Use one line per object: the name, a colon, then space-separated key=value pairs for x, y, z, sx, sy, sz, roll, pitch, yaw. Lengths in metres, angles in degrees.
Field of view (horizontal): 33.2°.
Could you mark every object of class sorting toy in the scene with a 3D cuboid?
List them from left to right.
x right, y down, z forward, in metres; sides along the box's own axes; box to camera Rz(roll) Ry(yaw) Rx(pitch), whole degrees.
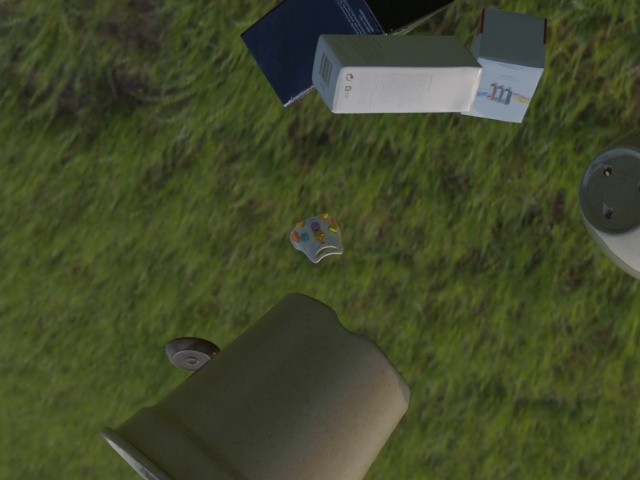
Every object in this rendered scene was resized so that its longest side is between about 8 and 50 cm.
sorting toy: x=0.000 y=0.000 z=1.759 sx=0.083 sy=0.075 sz=0.045 roll=-20 pitch=148 yaw=-10

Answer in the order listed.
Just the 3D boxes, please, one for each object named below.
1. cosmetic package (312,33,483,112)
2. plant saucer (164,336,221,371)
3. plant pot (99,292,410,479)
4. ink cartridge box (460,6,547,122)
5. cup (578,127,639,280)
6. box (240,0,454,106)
cosmetic package: x=0.115 y=-0.253 z=1.631 sx=0.231 sy=0.117 sz=0.085 roll=-1 pitch=126 yaw=-19
plant saucer: x=-0.183 y=0.166 z=1.535 sx=0.084 sy=0.015 sz=0.083 roll=2 pitch=142 yaw=1
plant pot: x=-0.057 y=0.247 z=1.390 sx=0.334 sy=0.305 sz=0.334 roll=38 pitch=163 yaw=14
ink cartridge box: x=0.348 y=-0.331 z=2.053 sx=0.128 sy=0.128 sz=0.176 roll=10 pitch=150 yaw=-1
cup: x=0.617 y=-0.077 z=2.006 sx=0.237 sy=0.330 sz=0.331 roll=8 pitch=167 yaw=-42
box: x=0.052 y=-0.441 z=2.122 sx=0.294 sy=0.296 sz=0.182 roll=-31 pitch=93 yaw=40
